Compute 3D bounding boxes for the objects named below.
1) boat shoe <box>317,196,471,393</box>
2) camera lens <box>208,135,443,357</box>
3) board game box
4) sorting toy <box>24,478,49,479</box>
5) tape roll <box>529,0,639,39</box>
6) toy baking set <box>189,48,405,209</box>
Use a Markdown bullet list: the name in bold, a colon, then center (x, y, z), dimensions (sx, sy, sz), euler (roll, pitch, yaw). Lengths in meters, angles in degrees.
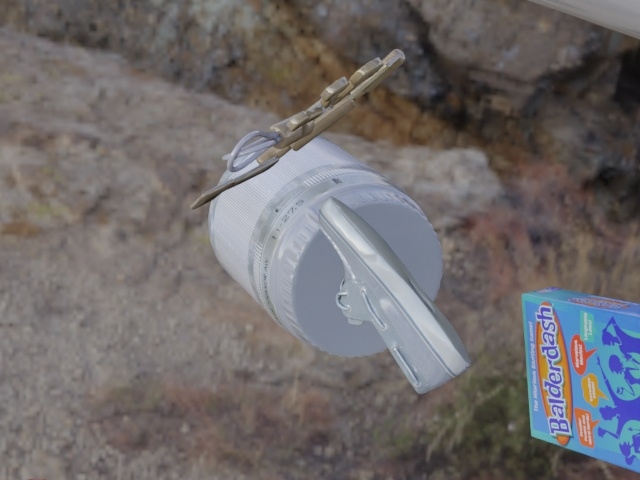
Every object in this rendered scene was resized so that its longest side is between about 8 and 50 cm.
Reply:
- **boat shoe**: center (0.059, 0.061, 1.369), dimensions (0.227, 0.081, 0.079), euler (52, 12, 0)
- **camera lens**: center (0.000, 0.000, 1.636), dimensions (0.219, 0.219, 0.274), euler (-7, 23, -24)
- **board game box**: center (0.288, 0.139, 1.336), dimensions (0.047, 0.160, 0.210), euler (-10, 9, -28)
- **sorting toy**: center (-0.164, 0.132, 0.679), dimensions (0.102, 0.061, 0.042), euler (35, 12, 4)
- **tape roll**: center (0.180, -0.241, 0.737), dimensions (0.169, 0.246, 0.246), euler (19, 30, 1)
- **toy baking set**: center (-0.025, -0.120, 1.348), dimensions (0.030, 0.256, 0.197), euler (54, 8, 3)
